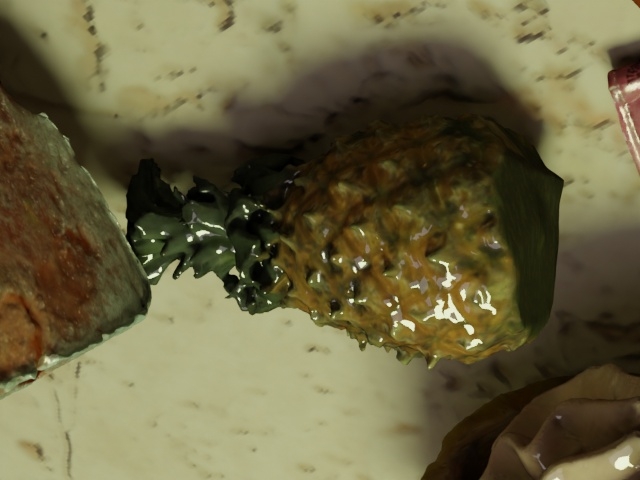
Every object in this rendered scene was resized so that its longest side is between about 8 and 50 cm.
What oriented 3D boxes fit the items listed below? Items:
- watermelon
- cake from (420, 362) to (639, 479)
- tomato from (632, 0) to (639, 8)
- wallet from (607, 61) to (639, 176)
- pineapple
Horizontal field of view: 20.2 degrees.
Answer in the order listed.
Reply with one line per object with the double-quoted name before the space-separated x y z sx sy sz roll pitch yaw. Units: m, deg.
"watermelon" -0.176 -0.006 0.744 0.201 0.262 0.213 8 151 -40
"cake" 0.133 0.124 0.782 0.185 0.208 0.178 -14 125 -17
"tomato" 0.169 -0.147 0.543 0.208 0.184 0.208 -8 139 -7
"wallet" 0.241 -0.048 0.715 0.232 0.025 0.119 -13 126 21
"pineapple" 0.000 0.000 0.760 0.197 0.108 0.108 0 130 22
